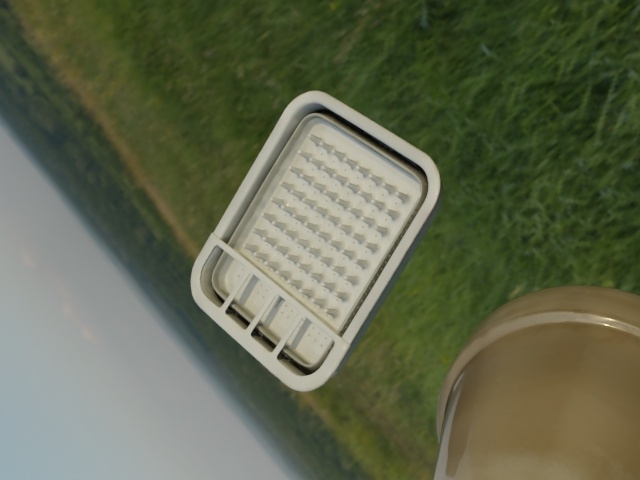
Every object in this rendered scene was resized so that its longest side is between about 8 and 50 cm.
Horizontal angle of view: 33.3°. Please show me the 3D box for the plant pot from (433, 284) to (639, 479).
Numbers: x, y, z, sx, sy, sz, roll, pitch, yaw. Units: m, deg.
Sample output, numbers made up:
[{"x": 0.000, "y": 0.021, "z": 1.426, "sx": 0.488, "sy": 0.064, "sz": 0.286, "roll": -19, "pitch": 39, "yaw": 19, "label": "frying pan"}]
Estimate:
[{"x": 0.235, "y": 0.243, "z": 1.012, "sx": 0.323, "sy": 0.323, "sz": 0.280, "roll": 51, "pitch": -146, "yaw": -2, "label": "plant pot"}]

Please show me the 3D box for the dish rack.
[{"x": 0.000, "y": 0.000, "z": 1.377, "sx": 0.285, "sy": 0.333, "sz": 0.072, "roll": 37, "pitch": -170, "yaw": 38, "label": "dish rack"}]
